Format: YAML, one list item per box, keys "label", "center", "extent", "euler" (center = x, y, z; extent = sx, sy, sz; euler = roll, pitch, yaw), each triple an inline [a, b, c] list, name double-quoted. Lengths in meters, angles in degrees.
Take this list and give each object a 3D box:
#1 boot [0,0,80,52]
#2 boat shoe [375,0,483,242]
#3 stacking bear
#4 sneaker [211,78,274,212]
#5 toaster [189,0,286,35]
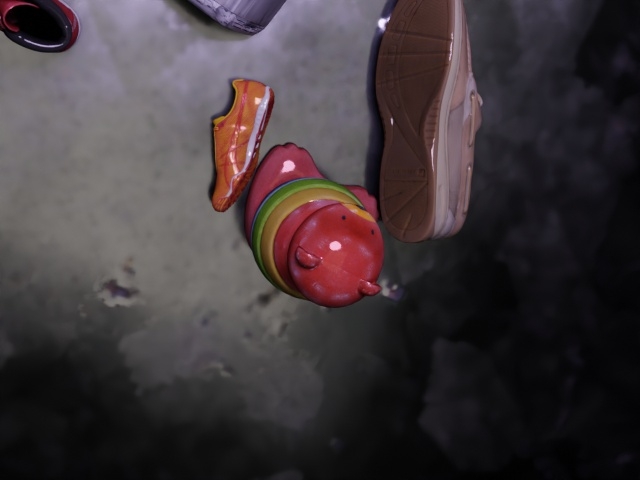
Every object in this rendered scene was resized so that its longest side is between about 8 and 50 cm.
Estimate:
- label: "boot"
  center: [-0.393, -0.292, 1.235]
  extent: [0.244, 0.176, 0.088]
  euler: [27, 97, -13]
- label: "boat shoe"
  center: [0.148, -0.169, 1.402]
  extent: [0.110, 0.122, 0.341]
  euler: [-5, 103, -45]
- label: "stacking bear"
  center: [0.000, 0.000, 1.306]
  extent: [0.175, 0.289, 0.164]
  euler: [33, 94, -15]
- label: "sneaker"
  center: [-0.112, -0.122, 1.389]
  extent: [0.067, 0.064, 0.175]
  euler: [18, 93, 7]
- label: "toaster"
  center: [-0.092, -0.335, 1.278]
  extent: [0.129, 0.227, 0.146]
  euler: [38, 102, 7]
